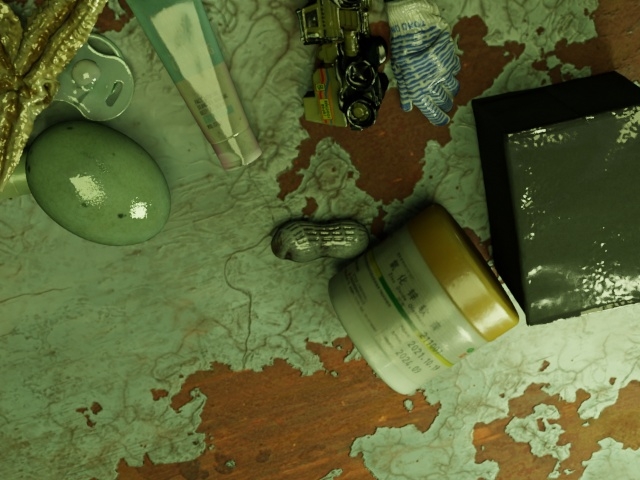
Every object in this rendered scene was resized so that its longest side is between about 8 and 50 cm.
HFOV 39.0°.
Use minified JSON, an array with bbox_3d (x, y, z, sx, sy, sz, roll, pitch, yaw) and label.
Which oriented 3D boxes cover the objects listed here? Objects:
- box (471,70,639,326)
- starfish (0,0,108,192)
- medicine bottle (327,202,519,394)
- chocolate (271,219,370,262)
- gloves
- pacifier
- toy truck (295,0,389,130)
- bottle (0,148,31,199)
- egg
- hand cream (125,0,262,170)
[{"bbox_3d":[0.404,-0.074,1.451,0.251,0.204,0.345,-12,116,-1],"label":"box"},{"bbox_3d":[-0.460,-0.292,1.271,0.324,0.082,0.432,31,107,10],"label":"starfish"},{"bbox_3d":[0.167,0.097,1.481,0.232,0.238,0.238,-36,115,11],"label":"medicine bottle"},{"bbox_3d":[0.000,0.000,1.508,0.167,0.072,0.072,-3,116,-6],"label":"chocolate"},{"bbox_3d":[0.157,-0.278,1.392,0.119,0.097,0.229,-8,126,30],"label":"gloves"},{"bbox_3d":[-0.341,-0.247,1.325,0.150,0.116,0.127,34,81,-17],"label":"pacifier"},{"bbox_3d":[0.032,-0.299,1.341,0.127,0.127,0.257,5,122,14],"label":"toy truck"},{"bbox_3d":[-0.534,-0.091,1.395,0.201,0.072,0.072,-11,116,-3],"label":"bottle"},{"bbox_3d":[-0.332,-0.084,1.368,0.169,0.169,0.236,-41,127,12],"label":"egg"},{"bbox_3d":[-0.181,-0.258,1.366,0.111,0.070,0.312,-24,112,7],"label":"hand cream"}]
